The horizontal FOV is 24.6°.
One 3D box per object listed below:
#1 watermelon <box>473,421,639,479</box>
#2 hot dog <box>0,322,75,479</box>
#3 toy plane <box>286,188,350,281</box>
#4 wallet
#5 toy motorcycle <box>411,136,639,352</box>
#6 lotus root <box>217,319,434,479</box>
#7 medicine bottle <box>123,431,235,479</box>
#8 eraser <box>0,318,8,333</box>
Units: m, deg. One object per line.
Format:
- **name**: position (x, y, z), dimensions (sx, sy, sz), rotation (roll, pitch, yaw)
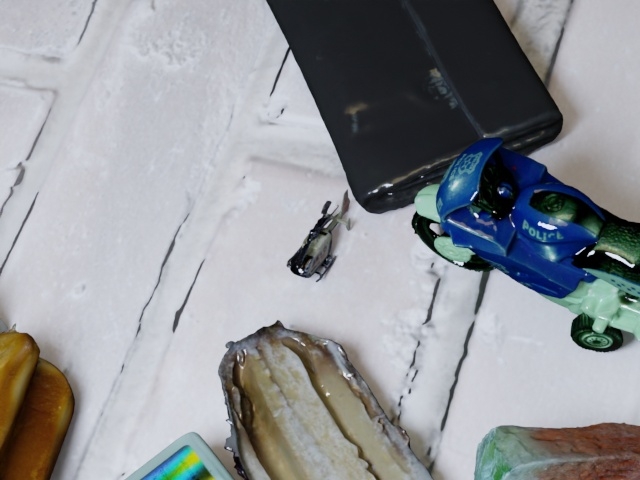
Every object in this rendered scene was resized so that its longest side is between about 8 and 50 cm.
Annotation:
- **watermelon**: position (0.250, 0.192, 1.267), dimensions (0.241, 0.154, 0.094), rotation (-5, 59, -4)
- **hot dog**: position (-0.316, 0.222, 1.356), dimensions (0.100, 0.135, 0.337), rotation (-16, 42, 26)
- **toy plane**: position (0.000, 0.000, 1.474), dimensions (0.031, 0.049, 0.121), rotation (20, 50, 22)
- **wallet**: position (0.077, -0.228, 1.576), dimensions (0.228, 0.062, 0.406), rotation (-23, 58, -1)
- **toy motorcycle**: position (0.227, 0.003, 1.330), dimensions (0.331, 0.196, 0.125), rotation (18, 66, 24)
- **lotus root**: position (0.003, 0.219, 1.336), dimensions (0.167, 0.078, 0.329), rotation (-14, 54, -22)
- **medicine bottle**: position (-0.169, 0.287, 1.327), dimensions (0.229, 0.083, 0.121), rotation (-37, 57, -10)
- **eraser**: position (-0.410, 0.175, 1.425), dimensions (0.081, 0.124, 0.279), rotation (11, 64, 20)
